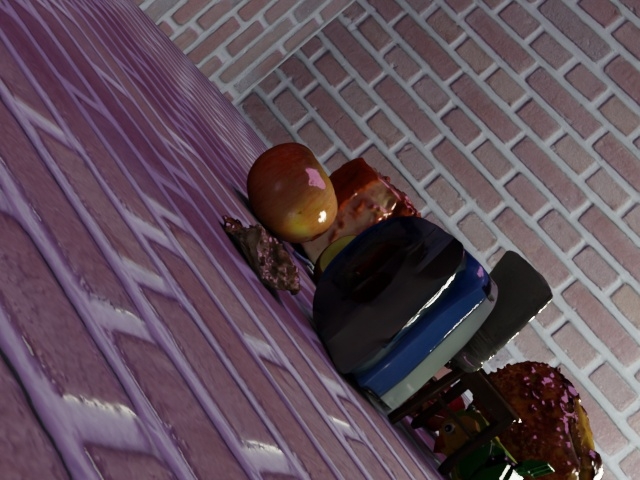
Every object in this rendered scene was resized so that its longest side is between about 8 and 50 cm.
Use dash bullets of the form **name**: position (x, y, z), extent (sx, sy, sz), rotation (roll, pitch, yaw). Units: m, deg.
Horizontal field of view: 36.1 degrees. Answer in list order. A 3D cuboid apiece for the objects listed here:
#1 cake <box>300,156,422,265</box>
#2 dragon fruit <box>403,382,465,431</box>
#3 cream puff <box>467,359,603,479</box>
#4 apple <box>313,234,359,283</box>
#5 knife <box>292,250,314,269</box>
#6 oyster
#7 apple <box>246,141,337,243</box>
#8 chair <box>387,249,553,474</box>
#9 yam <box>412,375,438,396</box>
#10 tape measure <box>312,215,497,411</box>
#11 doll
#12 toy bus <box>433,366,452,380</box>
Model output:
- **cake**: position (0.109, 0.000, 2.252), extent (0.319, 0.270, 0.269), rotation (47, 4, -15)
- **dragon fruit**: position (0.203, 0.299, 1.807), extent (0.190, 0.094, 0.094), rotation (29, 18, -47)
- **cream puff**: position (0.387, 0.393, 1.848), extent (0.350, 0.228, 0.350), rotation (167, -90, -85)
- **apple**: position (0.066, 0.061, 2.032), extent (0.146, 0.147, 0.163), rotation (51, 5, 26)
- **knife**: position (-0.037, 0.042, 2.076), extent (0.027, 0.010, 0.096), rotation (53, 7, 30)
- **oyster**: position (-0.081, 0.021, 1.442), extent (0.177, 0.056, 0.105), rotation (47, -7, 48)
- **apple**: position (-0.059, -0.091, 1.982), extent (0.209, 0.164, 0.209), rotation (61, -1, 2)
- **chair**: position (0.251, 0.192, 1.563), extent (0.186, 0.319, 0.160), rotation (48, 4, -28)
- **yam**: position (0.176, 0.262, 1.994), extent (0.169, 0.068, 0.068), rotation (48, 2, 31)
- **tape measure**: position (0.119, 0.098, 1.520), extent (0.138, 0.259, 0.262), rotation (48, -1, -33)
- **doll**: position (0.270, 0.356, 1.613), extent (0.186, 0.134, 0.106), rotation (45, 1, 43)
- **toy bus**: position (0.249, 0.217, 2.461), extent (0.303, 0.127, 0.147), rotation (54, 33, -1)
